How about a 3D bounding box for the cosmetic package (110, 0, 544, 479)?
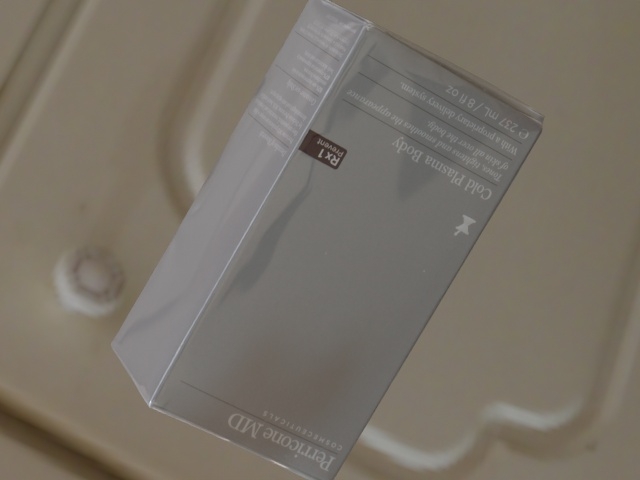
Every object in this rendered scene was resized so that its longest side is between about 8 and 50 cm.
[{"bbox_3d":[0.000,0.000,1.072,0.127,0.238,0.107,25,-175,-24],"label":"cosmetic package"}]
